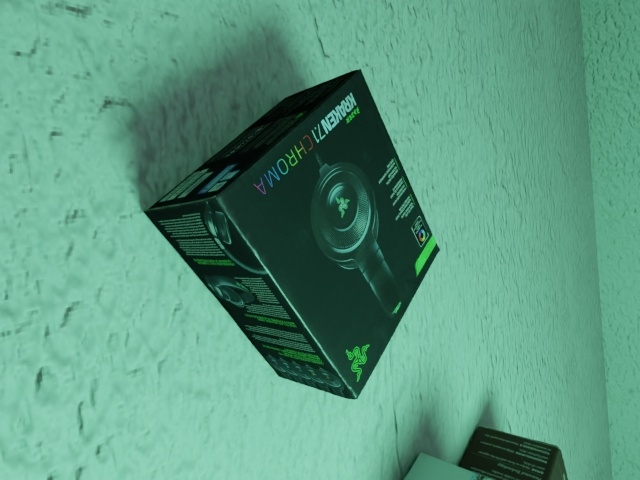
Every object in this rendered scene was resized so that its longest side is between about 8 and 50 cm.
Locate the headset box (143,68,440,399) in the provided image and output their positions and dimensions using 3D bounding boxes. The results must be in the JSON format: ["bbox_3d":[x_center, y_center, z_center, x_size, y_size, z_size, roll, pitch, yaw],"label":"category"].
[{"bbox_3d":[0.000,0.000,0.488,0.246,0.131,0.283,-50,123,-35],"label":"headset box"}]

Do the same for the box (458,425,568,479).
[{"bbox_3d":[0.374,0.520,0.828,0.203,0.166,0.169,-37,114,-41],"label":"box"}]

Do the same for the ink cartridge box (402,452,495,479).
[{"bbox_3d":[0.243,0.498,0.618,0.197,0.269,0.198,-37,114,-39],"label":"ink cartridge box"}]
